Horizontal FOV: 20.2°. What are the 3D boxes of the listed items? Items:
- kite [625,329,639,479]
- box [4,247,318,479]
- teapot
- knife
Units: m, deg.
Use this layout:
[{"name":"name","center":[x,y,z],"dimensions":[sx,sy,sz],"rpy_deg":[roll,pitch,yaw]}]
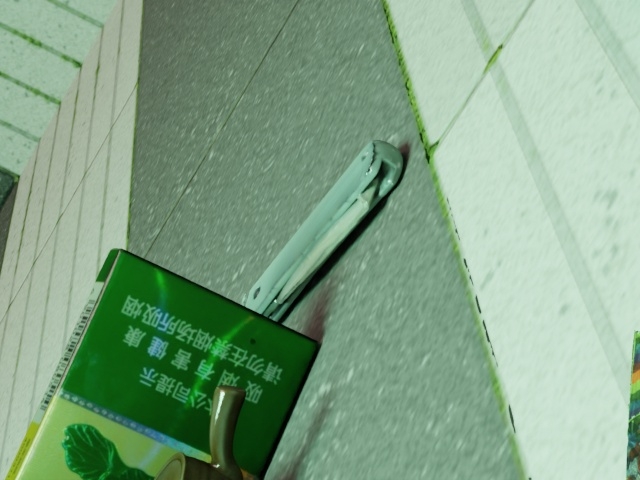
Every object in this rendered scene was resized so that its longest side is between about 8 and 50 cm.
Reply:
[{"name":"kite","center":[0.127,0.061,0.626],"dimensions":[0.090,0.004,0.122],"rpy_deg":[-65,16,-4]},{"name":"box","center":[-0.105,0.137,1.006],"dimensions":[0.235,0.132,0.034],"rpy_deg":[-66,18,-9]},{"name":"teapot","center":[-0.056,0.133,0.947],"dimensions":[0.110,0.080,0.085],"rpy_deg":[-64,16,2]},{"name":"knife","center":[0.000,0.000,1.083],"dimensions":[0.162,0.023,0.044],"rpy_deg":[-50,25,37]}]
